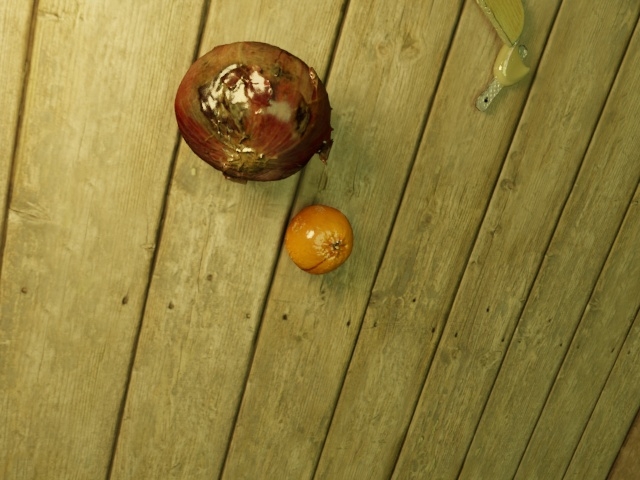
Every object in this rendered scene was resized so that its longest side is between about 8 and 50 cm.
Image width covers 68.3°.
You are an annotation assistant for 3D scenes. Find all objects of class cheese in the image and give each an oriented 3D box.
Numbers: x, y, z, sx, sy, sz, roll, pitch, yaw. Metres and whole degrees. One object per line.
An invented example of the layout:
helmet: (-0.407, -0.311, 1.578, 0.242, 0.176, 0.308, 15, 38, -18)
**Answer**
cheese: (0.540, -0.488, 1.406, 0.127, 0.050, 0.235, 39, 89, -29)

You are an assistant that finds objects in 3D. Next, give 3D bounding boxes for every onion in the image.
onion: (-0.136, -0.270, 1.045, 0.353, 0.353, 0.354, -7, 110, -20)

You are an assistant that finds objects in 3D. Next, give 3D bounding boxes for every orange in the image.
orange: (0.000, 0.000, 1.289, 0.193, 0.161, 0.193, -5, 107, -16)

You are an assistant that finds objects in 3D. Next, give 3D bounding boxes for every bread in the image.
bread: (0.518, -0.660, 1.339, 0.112, 0.036, 0.193, -45, 106, -9)
